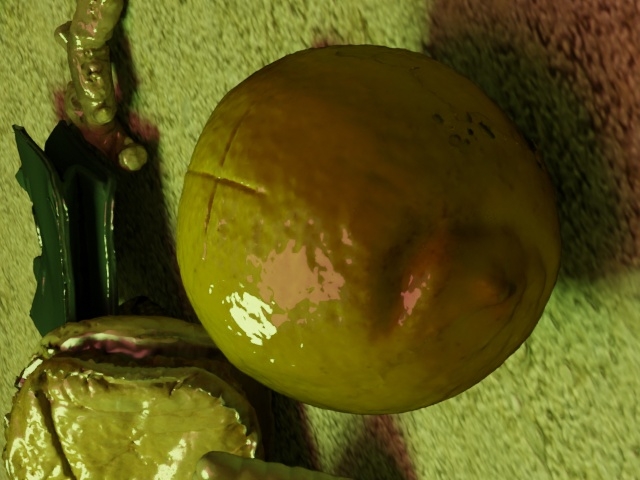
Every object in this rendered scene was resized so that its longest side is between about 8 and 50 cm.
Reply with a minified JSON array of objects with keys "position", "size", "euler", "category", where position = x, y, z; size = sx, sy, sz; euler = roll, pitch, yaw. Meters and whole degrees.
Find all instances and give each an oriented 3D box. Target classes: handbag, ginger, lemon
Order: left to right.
[{"position":[-0.286,0.011,1.970],"size":[0.260,0.079,0.247],"euler":[-137,44,-62],"category":"handbag"},{"position":[-0.250,-0.199,1.878],"size":[0.149,0.065,0.258],"euler":[14,121,57],"category":"ginger"},{"position":[0.034,-0.008,1.315],"size":[0.297,0.297,0.297],"euler":[35,135,45],"category":"lemon"}]

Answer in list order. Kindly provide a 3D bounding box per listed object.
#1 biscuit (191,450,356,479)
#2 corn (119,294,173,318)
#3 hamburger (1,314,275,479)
[{"position":[-0.054,0.311,1.730],"size":[0.325,0.217,0.044],"euler":[120,161,-51],"category":"biscuit"},{"position":[-0.167,0.153,1.940],"size":[0.203,0.072,0.072],"euler":[63,149,14],"category":"corn"},{"position":[-0.189,0.203,1.819],"size":[0.144,0.283,0.259],"euler":[-82,-1,-66],"category":"hamburger"}]
